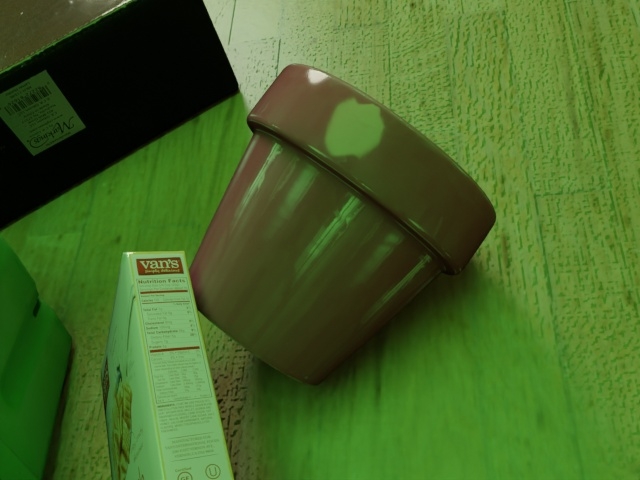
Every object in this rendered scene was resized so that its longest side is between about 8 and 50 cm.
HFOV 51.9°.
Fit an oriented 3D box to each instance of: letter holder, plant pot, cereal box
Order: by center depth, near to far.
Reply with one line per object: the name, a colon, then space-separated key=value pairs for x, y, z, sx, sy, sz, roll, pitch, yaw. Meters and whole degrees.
cereal box: x=-0.105 y=0.150 z=0.433 sx=0.047 sy=0.173 sz=0.240 roll=-1 pitch=51 yaw=-26
plant pot: x=0.000 y=0.000 z=0.498 sx=0.201 sy=0.201 sz=0.180 roll=35 pitch=87 yaw=29
letter holder: x=-0.281 y=-0.197 z=0.703 sx=0.302 sy=0.152 sz=0.214 roll=-32 pitch=55 yaw=-8

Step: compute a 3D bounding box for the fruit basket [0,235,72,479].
fruit basket: x=-0.336 y=0.113 z=0.390 sx=0.283 sy=0.392 sz=0.391 roll=1 pitch=59 yaw=14
